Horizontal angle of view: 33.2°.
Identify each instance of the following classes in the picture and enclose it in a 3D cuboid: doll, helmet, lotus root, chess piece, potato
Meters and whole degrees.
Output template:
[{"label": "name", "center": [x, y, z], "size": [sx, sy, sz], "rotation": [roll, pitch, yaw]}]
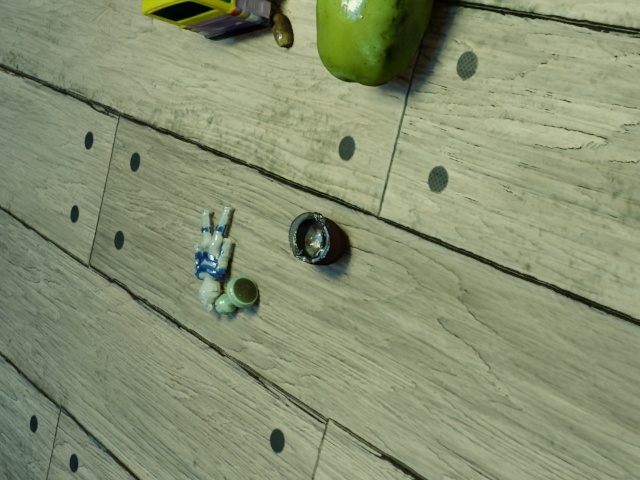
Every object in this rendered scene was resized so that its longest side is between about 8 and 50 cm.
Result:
[{"label": "doll", "center": [-0.233, 0.043, 2.309], "size": [0.114, 0.057, 0.227], "rotation": [-4, 75, 43]}, {"label": "helmet", "center": [0.000, 0.000, 2.026], "size": [0.123, 0.070, 0.098], "rotation": [34, 106, 53]}, {"label": "lotus root", "center": [-0.079, -0.433, 2.186], "size": [0.030, 0.037, 0.083], "rotation": [-36, 60, 37]}, {"label": "chess piece", "center": [-0.180, 0.120, 2.235], "size": [0.103, 0.067, 0.067], "rotation": [-37, 59, 51]}, {"label": "potato", "center": [0.096, -0.421, 1.857], "size": [0.216, 0.216, 0.304], "rotation": [22, 115, 48]}]

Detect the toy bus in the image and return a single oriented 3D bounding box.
[{"label": "toy bus", "center": [-0.219, -0.660, 2.198], "size": [0.209, 0.249, 0.439], "rotation": [-1, 81, 49]}]
